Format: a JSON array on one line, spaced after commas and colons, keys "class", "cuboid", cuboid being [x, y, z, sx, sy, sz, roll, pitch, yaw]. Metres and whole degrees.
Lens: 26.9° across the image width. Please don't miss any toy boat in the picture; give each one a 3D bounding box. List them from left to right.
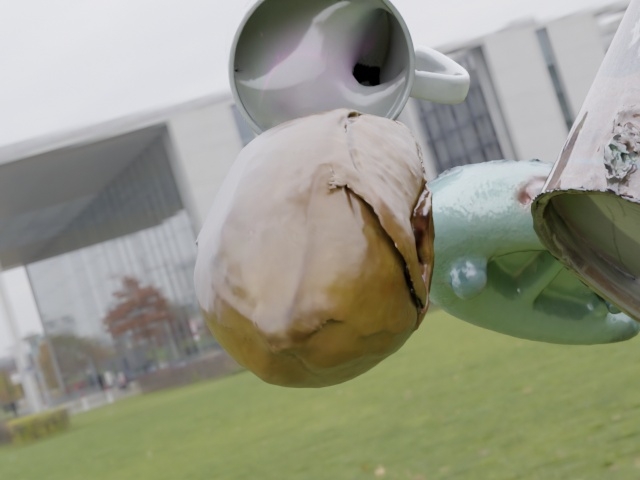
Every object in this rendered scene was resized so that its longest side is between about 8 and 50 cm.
[{"class": "toy boat", "cuboid": [0.150, 0.020, 0.869, 0.207, 0.079, 0.134, 18, -43, -25]}]

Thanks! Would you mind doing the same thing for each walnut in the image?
[{"class": "walnut", "cuboid": [0.000, 0.000, 0.724, 0.137, 0.137, 0.245, -18, 17, 11]}]

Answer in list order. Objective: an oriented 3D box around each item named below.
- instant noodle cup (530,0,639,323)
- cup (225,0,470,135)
[{"class": "instant noodle cup", "cuboid": [0.227, -0.060, 0.670, 0.207, 0.217, 0.217, -59, 7, -12]}, {"class": "cup", "cuboid": [0.013, -0.151, 1.012, 0.173, 0.134, 0.142, -18, 20, 0]}]
